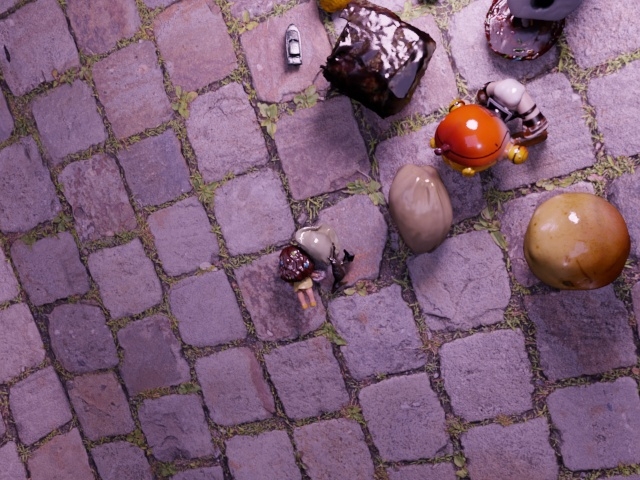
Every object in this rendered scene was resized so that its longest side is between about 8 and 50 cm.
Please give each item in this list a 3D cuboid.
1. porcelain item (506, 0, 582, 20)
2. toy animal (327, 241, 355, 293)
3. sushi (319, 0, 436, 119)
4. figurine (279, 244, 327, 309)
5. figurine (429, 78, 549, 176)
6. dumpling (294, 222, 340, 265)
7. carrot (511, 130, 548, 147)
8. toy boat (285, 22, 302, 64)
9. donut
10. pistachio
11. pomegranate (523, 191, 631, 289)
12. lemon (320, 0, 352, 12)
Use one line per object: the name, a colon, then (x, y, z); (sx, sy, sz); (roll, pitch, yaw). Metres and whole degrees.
porcelain item: (0.636, -0.824, 1.301); (0.242, 0.178, 0.405); (10, 76, 12)
toy animal: (0.067, 0.106, 1.729); (0.105, 0.070, 0.203); (5, 112, -15)
sushi: (0.179, -0.553, 1.474); (0.294, 0.299, 0.281); (29, 84, 5)
figurine: (-0.077, 0.133, 1.759); (0.174, 0.116, 0.240); (-20, 96, 18)
figurine: (0.492, -0.340, 1.454); (0.323, 0.196, 0.320); (-43, 58, 5)
dumpling: (-0.001, -0.001, 1.727); (0.169, 0.100, 0.134); (36, 83, 2)
carrot: (0.608, -0.314, 1.530); (0.247, 0.059, 0.059); (-14, 97, 20)
toy boat: (-0.094, -0.681, 1.638); (0.055, 0.060, 0.141); (-5, 95, -9)
donut: (0.617, -0.664, 1.440); (0.235, 0.089, 0.235); (3, 102, 14)
pistachio: (0.330, -0.097, 1.574); (0.226, 0.207, 0.332); (16, 128, 55)
pomegranate: (0.772, -0.005, 1.433); (0.319, 0.319, 0.319); (3, 101, 14)
lemon: (0.061, -0.829, 1.525); (0.142, 0.142, 0.187); (43, 124, 3)
